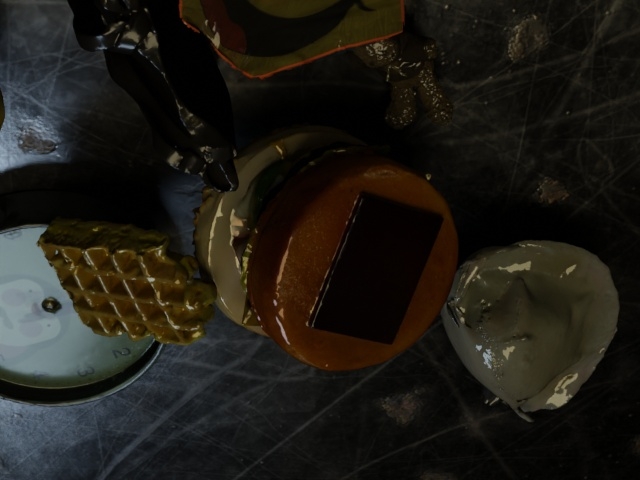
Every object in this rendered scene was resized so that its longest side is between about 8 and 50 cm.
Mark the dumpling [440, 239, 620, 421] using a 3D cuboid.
[{"bbox_3d":[0.261,0.099,1.889,0.204,0.163,0.293,-45,126,-14],"label":"dumpling"}]

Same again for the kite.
[{"bbox_3d":[-0.021,-0.327,1.480,0.377,0.013,0.327,36,87,-38],"label":"kite"}]

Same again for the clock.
[{"bbox_3d":[-0.339,0.080,1.839,0.319,0.066,0.319,-4,128,-5],"label":"clock"}]

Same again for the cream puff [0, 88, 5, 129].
[{"bbox_3d":[-0.459,-0.141,1.546,0.257,0.291,0.324,-44,110,-9],"label":"cream puff"}]

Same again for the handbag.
[{"bbox_3d":[-0.177,-0.200,1.513,0.113,0.257,0.285,-25,126,0],"label":"handbag"}]

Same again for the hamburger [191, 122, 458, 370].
[{"bbox_3d":[0.000,0.000,1.691,0.291,0.225,0.291,-13,116,-28],"label":"hamburger"}]

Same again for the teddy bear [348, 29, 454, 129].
[{"bbox_3d":[0.093,-0.202,1.660,0.119,0.078,0.160,1,145,37],"label":"teddy bear"}]

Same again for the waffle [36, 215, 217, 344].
[{"bbox_3d":[-0.209,0.054,1.691,0.211,0.055,0.160,8,137,30],"label":"waffle"}]
